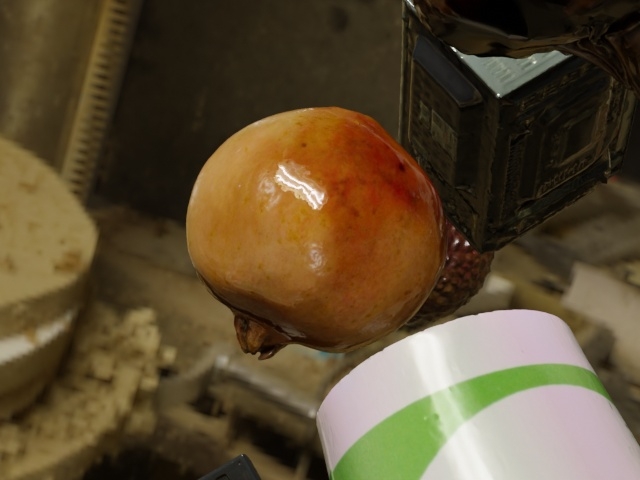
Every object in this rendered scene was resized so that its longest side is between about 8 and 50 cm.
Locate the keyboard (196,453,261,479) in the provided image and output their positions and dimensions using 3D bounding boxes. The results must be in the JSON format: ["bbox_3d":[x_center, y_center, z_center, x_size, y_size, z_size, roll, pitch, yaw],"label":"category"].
[{"bbox_3d":[-0.019,0.399,1.643,0.381,0.103,0.041,63,23,12],"label":"keyboard"}]

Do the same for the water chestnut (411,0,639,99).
[{"bbox_3d":[0.221,-0.247,1.295,0.335,0.347,0.335,-21,-7,-3],"label":"water chestnut"}]

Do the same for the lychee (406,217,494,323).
[{"bbox_3d":[0.138,0.011,2.584,0.260,0.260,0.260,15,17,-5],"label":"lychee"}]

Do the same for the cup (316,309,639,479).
[{"bbox_3d":[0.123,0.204,1.061,0.253,0.253,0.274,3,53,-38],"label":"cup"}]

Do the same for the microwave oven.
[{"bbox_3d":[0.216,-0.153,1.757,0.237,0.295,0.181,-32,63,-17],"label":"microwave oven"}]

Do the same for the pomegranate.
[{"bbox_3d":[0.002,-0.006,1.328,0.209,0.209,0.209,15,17,-5],"label":"pomegranate"}]
